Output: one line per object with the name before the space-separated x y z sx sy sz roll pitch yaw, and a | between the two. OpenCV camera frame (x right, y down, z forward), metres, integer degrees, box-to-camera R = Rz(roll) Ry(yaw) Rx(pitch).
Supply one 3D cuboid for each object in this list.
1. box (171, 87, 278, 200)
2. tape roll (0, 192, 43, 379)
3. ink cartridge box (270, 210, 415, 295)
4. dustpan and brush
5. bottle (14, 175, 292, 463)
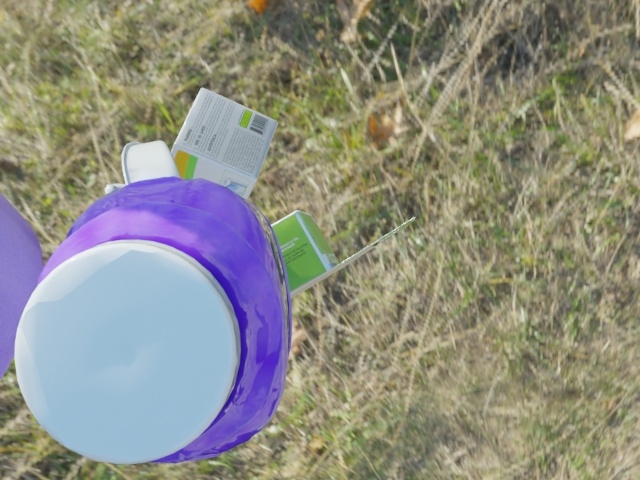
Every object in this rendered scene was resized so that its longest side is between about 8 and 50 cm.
box | -0.143 -0.064 1.308 0.103 0.203 0.114 23 45 -7
tape roll | -0.291 0.053 0.584 0.275 0.090 0.275 -22 38 18
ink cartridge box | 0.000 0.000 1.485 0.255 0.189 0.097 -31 87 4
dustpan and brush | -0.136 -0.025 0.863 0.060 0.211 0.147 -18 83 -8
bottle | -0.060 0.033 0.454 0.092 0.283 0.118 -8 91 -1
